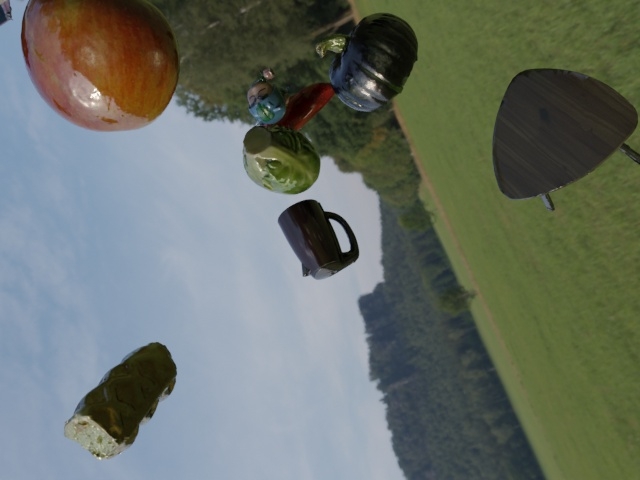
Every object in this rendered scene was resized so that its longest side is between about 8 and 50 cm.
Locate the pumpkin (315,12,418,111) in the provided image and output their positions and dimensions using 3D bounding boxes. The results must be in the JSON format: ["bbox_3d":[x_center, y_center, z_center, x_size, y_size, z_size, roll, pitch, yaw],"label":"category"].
[{"bbox_3d":[0.130,-0.538,1.813,0.295,0.296,0.295,61,-167,-24],"label":"pumpkin"}]

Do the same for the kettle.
[{"bbox_3d":[0.000,0.000,1.911,0.232,0.202,0.144,62,163,21],"label":"kettle"}]

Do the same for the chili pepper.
[{"bbox_3d":[-0.092,-0.407,2.052,0.110,0.387,0.110,41,165,14],"label":"chili pepper"}]

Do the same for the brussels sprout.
[{"bbox_3d":[-0.116,-0.233,1.803,0.244,0.244,0.244,61,-167,-24],"label":"brussels sprout"}]

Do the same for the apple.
[{"bbox_3d":[-0.421,-0.337,1.195,0.301,0.302,0.301,61,-167,-24],"label":"apple"}]

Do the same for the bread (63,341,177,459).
[{"bbox_3d":[-0.402,0.325,1.305,0.267,0.130,0.152,-55,-18,-53],"label":"bread"}]

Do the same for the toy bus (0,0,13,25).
[{"bbox_3d":[-1.037,-0.590,1.608,0.209,0.440,0.249,45,161,1],"label":"toy bus"}]

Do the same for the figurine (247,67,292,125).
[{"bbox_3d":[-0.146,-0.405,1.728,0.144,0.114,0.178,66,-153,-22],"label":"figurine"}]

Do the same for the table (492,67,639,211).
[{"bbox_3d":[0.574,-0.204,1.470,0.249,0.317,0.317,19,-135,-49],"label":"table"}]
